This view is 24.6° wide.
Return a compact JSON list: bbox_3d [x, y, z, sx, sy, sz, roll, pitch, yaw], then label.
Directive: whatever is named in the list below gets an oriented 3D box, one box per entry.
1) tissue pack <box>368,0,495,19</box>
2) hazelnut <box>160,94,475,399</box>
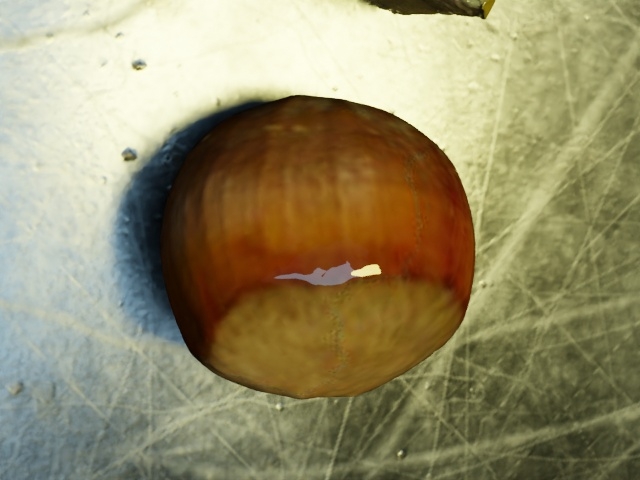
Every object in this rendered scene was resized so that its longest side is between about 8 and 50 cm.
[{"bbox_3d":[0.093,-0.285,0.926,0.134,0.192,0.271,29,90,-18],"label":"tissue pack"},{"bbox_3d":[0.000,0.000,0.956,0.214,0.176,0.214,9,68,-23],"label":"hazelnut"}]
